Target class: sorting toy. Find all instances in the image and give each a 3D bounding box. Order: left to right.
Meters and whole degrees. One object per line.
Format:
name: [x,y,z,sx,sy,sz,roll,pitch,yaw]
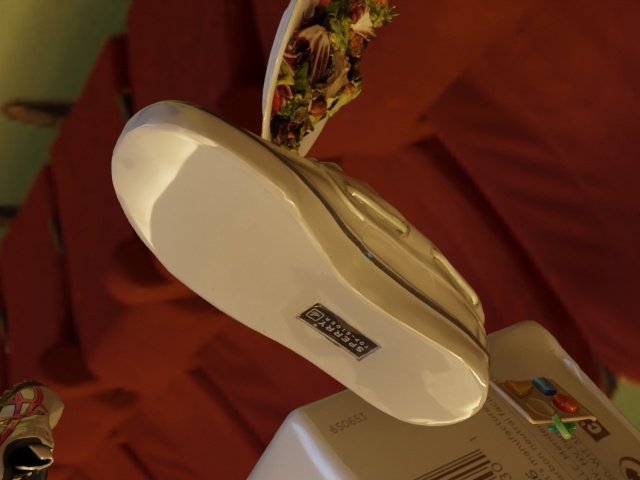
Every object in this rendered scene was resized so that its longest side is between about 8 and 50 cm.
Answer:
sorting toy: [0.164,0.117,1.038,0.062,0.083,0.012,3,111,-28]

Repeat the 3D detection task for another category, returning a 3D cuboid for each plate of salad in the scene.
plate of salad: [0.010,-0.134,1.022,0.048,0.200,0.200,21,162,11]

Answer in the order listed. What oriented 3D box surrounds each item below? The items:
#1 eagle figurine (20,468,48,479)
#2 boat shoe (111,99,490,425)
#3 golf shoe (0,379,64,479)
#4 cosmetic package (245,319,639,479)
eagle figurine: [-0.241,0.280,1.102,0.225,0.298,0.226,-6,129,-47]
boat shoe: [0.000,0.000,0.817,0.267,0.088,0.096,35,131,-24]
golf shoe: [-0.273,0.182,1.319,0.086,0.067,0.186,28,-163,11]
cosmetic package: [0.098,0.337,1.245,0.327,0.329,0.393,-16,147,-46]
